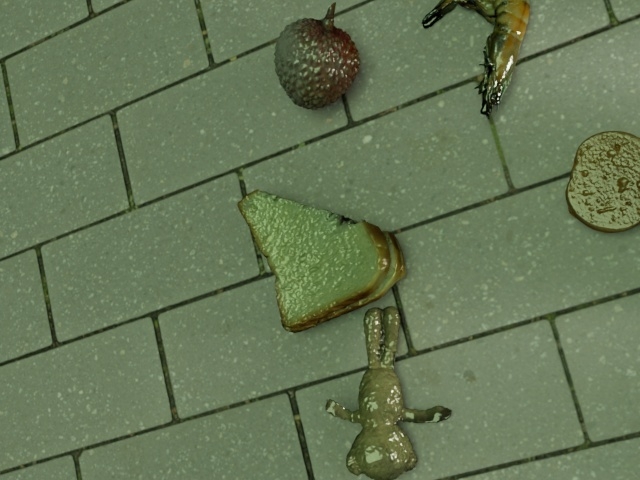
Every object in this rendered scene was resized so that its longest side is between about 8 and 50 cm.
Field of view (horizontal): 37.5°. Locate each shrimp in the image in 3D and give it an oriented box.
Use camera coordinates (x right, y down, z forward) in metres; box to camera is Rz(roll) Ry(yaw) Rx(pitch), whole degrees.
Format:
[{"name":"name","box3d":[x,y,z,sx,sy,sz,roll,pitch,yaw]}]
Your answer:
[{"name":"shrimp","box3d":[0.266,-0.345,1.685,0.198,0.051,0.262,8,83,30]}]

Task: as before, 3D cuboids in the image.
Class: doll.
[{"name":"doll","box3d":[0.098,0.272,1.651,0.202,0.091,0.286,-23,85,-16]}]

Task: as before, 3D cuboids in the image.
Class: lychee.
[{"name":"lychee","box3d":[-0.005,-0.338,1.730,0.165,0.165,0.197,32,116,23]}]

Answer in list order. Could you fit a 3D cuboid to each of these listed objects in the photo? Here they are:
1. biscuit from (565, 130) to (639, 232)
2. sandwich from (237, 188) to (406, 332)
[{"name":"biscuit","box3d":[0.491,-0.093,1.554,0.170,0.050,0.170,-2,82,14]},{"name":"sandwich","box3d":[0.002,0.000,1.717,0.254,0.099,0.289,-31,72,23]}]
